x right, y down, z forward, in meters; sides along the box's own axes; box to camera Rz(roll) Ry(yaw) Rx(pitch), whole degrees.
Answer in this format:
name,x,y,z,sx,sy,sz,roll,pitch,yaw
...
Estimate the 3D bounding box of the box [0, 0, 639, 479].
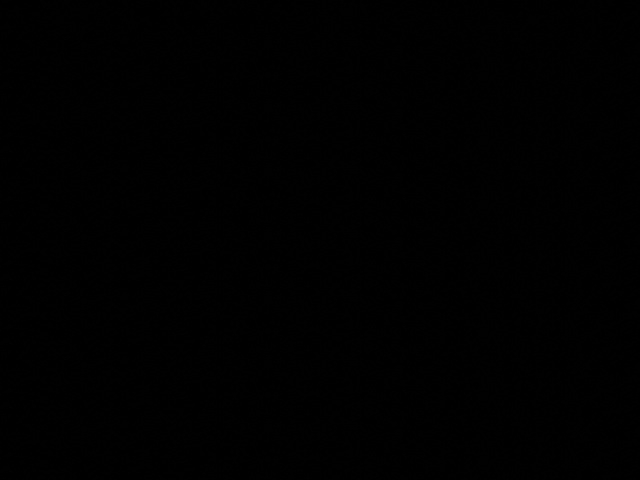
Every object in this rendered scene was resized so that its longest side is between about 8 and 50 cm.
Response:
name,x,y,z,sx,sy,sz,roll,pitch,yaw
box,0.122,-0.060,0.255,0.480,0.297,0.472,-16,166,-11
